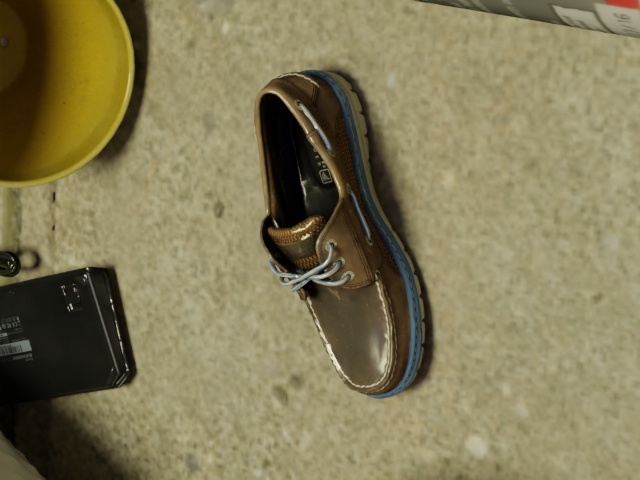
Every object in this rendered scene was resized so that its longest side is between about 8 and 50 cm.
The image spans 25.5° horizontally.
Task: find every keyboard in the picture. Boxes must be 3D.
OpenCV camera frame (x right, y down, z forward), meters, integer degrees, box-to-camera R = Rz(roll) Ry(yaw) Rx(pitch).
[{"bbox_3d":[-0.203,0.052,0.923,0.180,0.023,0.108,-12,98,32],"label":"keyboard"}]

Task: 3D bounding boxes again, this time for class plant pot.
[{"bbox_3d":[-0.192,-0.107,0.842,0.095,0.134,0.134,27,112,53],"label":"plant pot"}]

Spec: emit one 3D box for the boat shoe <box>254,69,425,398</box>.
[{"bbox_3d":[0.000,0.000,0.757,0.066,0.066,0.183,-20,86,33],"label":"boat shoe"}]

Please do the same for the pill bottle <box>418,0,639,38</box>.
[{"bbox_3d":[0.056,-0.188,0.639,0.283,0.161,0.161,15,104,30],"label":"pill bottle"}]

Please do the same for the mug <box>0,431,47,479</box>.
[{"bbox_3d":[-0.223,0.307,0.847,0.328,0.276,0.374,40,147,22],"label":"mug"}]
